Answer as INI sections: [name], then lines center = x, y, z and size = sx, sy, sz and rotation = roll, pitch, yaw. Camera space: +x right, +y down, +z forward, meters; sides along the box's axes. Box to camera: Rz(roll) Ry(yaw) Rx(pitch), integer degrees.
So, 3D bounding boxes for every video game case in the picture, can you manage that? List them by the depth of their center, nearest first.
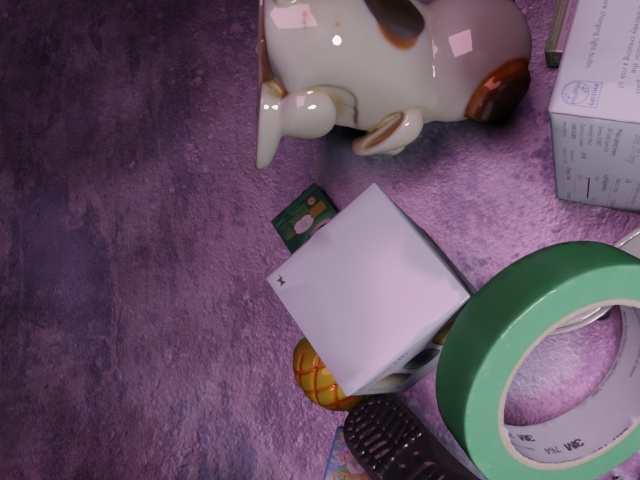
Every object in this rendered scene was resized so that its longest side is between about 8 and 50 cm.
[video game case]
center = 0.059, 0.395, 0.918
size = 0.119, 0.015, 0.166
rotation = 13, 83, 25

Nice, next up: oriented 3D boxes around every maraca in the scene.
[maraca]
center = 0.033, 0.225, 0.925
size = 0.186, 0.099, 0.127
rotation = 37, 134, 13

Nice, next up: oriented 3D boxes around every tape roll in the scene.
[tape roll]
center = 0.302, 0.160, 0.711
size = 0.321, 0.321, 0.077
rotation = -49, 28, 6

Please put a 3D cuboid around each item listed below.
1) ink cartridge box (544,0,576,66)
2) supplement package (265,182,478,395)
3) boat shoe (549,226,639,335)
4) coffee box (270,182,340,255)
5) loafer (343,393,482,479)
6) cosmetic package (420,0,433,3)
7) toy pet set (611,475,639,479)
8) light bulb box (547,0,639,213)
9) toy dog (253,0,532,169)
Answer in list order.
[ink cartridge box]
center = 0.487, -0.346, 0.894
size = 0.235, 0.056, 0.171
rotation = 14, 82, 28
[supplement package]
center = 0.100, 0.085, 0.838
size = 0.199, 0.263, 0.198
rotation = -42, 65, 10
[boat shoe]
center = 0.385, 0.062, 0.823
size = 0.255, 0.079, 0.095
rotation = -37, 63, 9
[coffee box]
center = 0.000, 0.000, 1.018
size = 0.113, 0.040, 0.184
rotation = -42, 59, 11
[loafer]
center = 0.173, 0.368, 0.780
size = 0.134, 0.130, 0.366
rotation = -33, 50, -6
[cosmetic package]
center = 0.139, -0.510, 1.030
size = 0.151, 0.151, 0.183
rotation = -29, 68, 16
[toy pet set]
center = 0.427, 0.348, 0.740
size = 0.122, 0.065, 0.114
rotation = 41, 95, 26
[light bulb box]
center = 0.483, -0.158, 0.679
size = 0.362, 0.358, 0.225
rotation = 14, 85, 25
[toy dog]
center = 0.110, -0.296, 0.885
size = 0.409, 0.395, 0.284
rotation = 1, 60, -10
